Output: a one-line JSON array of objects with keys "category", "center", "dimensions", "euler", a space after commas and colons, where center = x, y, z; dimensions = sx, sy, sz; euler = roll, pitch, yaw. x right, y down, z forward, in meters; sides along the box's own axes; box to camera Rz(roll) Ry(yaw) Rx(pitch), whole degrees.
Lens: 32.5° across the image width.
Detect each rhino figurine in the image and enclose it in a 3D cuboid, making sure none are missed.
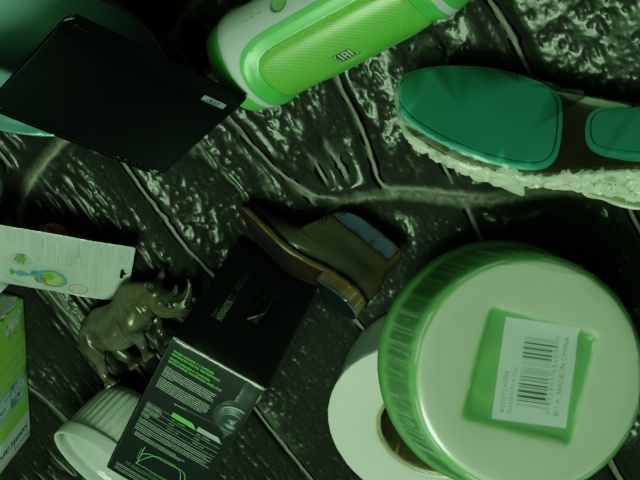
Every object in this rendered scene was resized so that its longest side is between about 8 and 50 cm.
[{"category": "rhino figurine", "center": [-0.257, 0.113, 1.544], "dimensions": [0.243, 0.073, 0.106], "euler": [-36, 93, 36]}]

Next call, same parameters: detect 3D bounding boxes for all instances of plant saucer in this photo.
[{"category": "plant saucer", "center": [-0.339, -0.221, 1.304], "dimensions": [0.317, 0.044, 0.318], "euler": [-2, 155, -1]}]

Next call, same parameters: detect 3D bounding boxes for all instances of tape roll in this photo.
[{"category": "tape roll", "center": [0.158, 0.228, 1.471], "dimensions": [0.286, 0.100, 0.286], "euler": [8, 122, 13]}]

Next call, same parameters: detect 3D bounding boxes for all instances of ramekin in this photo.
[{"category": "ramekin", "center": [0.225, 0.149, 1.277], "dimensions": [0.303, 0.148, 0.304], "euler": [0, 89, -5]}, {"category": "ramekin", "center": [-0.280, 0.309, 1.622], "dimensions": [0.207, 0.109, 0.207], "euler": [27, 150, 18]}]

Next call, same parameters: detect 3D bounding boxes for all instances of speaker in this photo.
[{"category": "speaker", "center": [0.020, -0.251, 1.205], "dimensions": [0.296, 0.131, 0.131], "euler": [-24, 111, 29]}]

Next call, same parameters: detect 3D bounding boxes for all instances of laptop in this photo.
[{"category": "laptop", "center": [-0.264, -0.178, 1.248], "dimensions": [0.234, 0.264, 0.137], "euler": [22, 97, -40]}]

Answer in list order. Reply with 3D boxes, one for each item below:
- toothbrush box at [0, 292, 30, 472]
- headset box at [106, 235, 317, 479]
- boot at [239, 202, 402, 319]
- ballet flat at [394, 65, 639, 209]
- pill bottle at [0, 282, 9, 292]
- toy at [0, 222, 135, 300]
[{"category": "toothbrush box", "center": [-0.569, 0.206, 1.683], "dimensions": [0.206, 0.122, 0.283], "euler": [14, 125, 10]}, {"category": "headset box", "center": [-0.134, 0.167, 1.441], "dimensions": [0.131, 0.246, 0.283], "euler": [29, 124, 0]}, {"category": "boot", "center": [0.000, 0.000, 1.409], "dimensions": [0.219, 0.106, 0.082], "euler": [40, 161, 22]}, {"category": "ballet flat", "center": [0.277, -0.093, 1.222], "dimensions": [0.408, 0.147, 0.147], "euler": [11, 123, 12]}, {"category": "pill bottle", "center": [-0.508, 0.031, 1.587], "dimensions": [0.067, 0.067, 0.120], "euler": [-31, 107, 31]}, {"category": "toy", "center": [-0.381, 0.014, 1.528], "dimensions": [0.237, 0.056, 0.137], "euler": [7, 144, -11]}]
